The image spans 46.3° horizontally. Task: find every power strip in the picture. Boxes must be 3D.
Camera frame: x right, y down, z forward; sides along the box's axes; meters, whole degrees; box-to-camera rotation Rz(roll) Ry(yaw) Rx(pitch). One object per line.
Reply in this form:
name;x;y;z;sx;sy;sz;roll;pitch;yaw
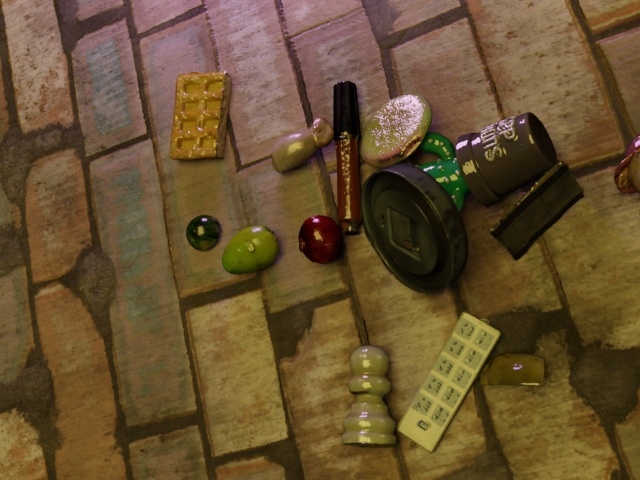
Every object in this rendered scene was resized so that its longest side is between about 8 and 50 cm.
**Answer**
power strip;0.306;0.346;1.802;0.106;0.043;0.367;30;89;24

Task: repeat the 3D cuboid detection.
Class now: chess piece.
chess piece;0.120;0.378;1.832;0.133;0.133;0.243;-5;69;20

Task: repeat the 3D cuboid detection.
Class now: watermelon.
watermelon;-0.339;-0.026;2.120;0.105;0.062;0.105;-7;72;23

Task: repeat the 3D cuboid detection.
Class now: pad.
pad;0.510;-0.067;1.756;0.233;0.174;0.022;-47;47;7

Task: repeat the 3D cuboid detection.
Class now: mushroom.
mushroom;-0.056;-0.255;2.034;0.212;0.097;0.088;-23;105;36

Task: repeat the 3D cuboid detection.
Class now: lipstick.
lipstick;0.072;-0.221;2.002;0.077;0.077;0.418;-6;77;19

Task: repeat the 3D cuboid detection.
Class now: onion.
onion;0.000;0.000;1.954;0.131;0.131;0.131;-5;76;20

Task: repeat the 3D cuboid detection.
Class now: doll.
doll;0.780;-0.138;1.677;0.196;0.152;0.256;-24;66;0

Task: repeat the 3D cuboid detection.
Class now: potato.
potato;0.438;0.293;1.713;0.149;0.120;0.081;-2;78;12

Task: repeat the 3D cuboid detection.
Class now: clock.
clock;0.219;-0.028;1.787;0.067;0.325;0.325;-27;65;-26

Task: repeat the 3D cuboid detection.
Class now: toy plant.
toy plant;0.357;-0.172;1.830;0.400;0.185;0.279;-25;78;31

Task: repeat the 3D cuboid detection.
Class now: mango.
mango;-0.195;0.030;2.034;0.178;0.100;0.119;-31;71;20

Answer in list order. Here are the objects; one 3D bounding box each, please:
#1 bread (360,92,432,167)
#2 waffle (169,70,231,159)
bread;0.189;-0.289;1.941;0.228;0.033;0.228;-26;47;32
waffle;-0.353;-0.364;2.205;0.168;0.057;0.274;-1;77;21
